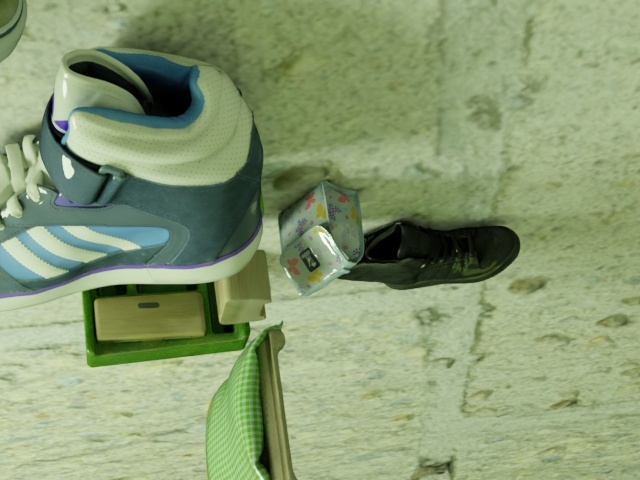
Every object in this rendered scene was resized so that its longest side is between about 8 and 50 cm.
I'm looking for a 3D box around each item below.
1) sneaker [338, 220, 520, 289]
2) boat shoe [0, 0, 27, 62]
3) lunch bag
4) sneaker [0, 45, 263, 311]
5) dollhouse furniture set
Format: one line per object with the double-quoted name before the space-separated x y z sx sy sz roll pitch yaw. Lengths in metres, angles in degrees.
"sneaker" 0.096 0.011 1.349 0.170 0.051 0.089 -14 156 20
"boat shoe" -0.320 -0.176 0.861 0.302 0.109 0.094 11 145 -24
"lunch bag" 0.000 0.000 1.274 0.053 0.083 0.071 16 145 -36
"sneaker" -0.205 -0.063 1.093 0.323 0.130 0.236 -3 142 3
"dollhouse furniture set" -0.119 0.120 1.238 0.151 0.301 0.197 -3 154 -13
